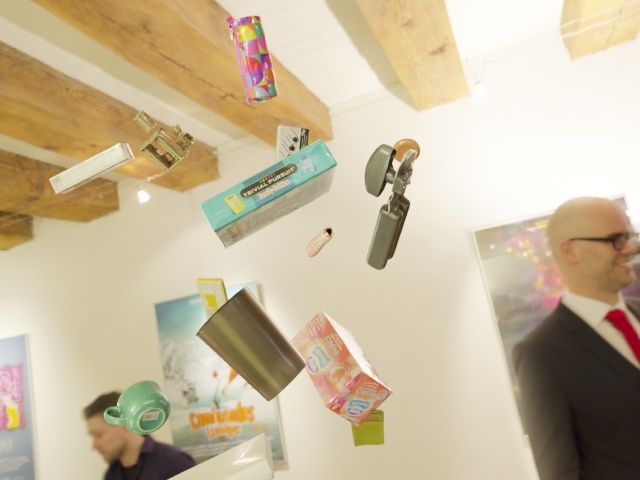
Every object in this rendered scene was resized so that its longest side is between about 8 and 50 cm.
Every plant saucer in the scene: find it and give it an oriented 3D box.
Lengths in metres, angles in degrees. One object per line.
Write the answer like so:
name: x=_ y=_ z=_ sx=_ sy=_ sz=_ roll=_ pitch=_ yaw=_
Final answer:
plant saucer: x=0.254 y=-0.263 z=1.596 sx=0.083 sy=0.013 sz=0.083 roll=3 pitch=-50 yaw=3

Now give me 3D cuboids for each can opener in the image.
can opener: x=0.124 y=-0.066 z=1.066 sx=0.076 sy=0.095 sz=0.283 roll=-47 pitch=-22 yaw=-41

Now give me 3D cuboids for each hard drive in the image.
hard drive: x=-0.267 y=0.519 z=1.111 sx=0.353 sy=0.047 sz=0.233 roll=-24 pitch=-4 yaw=-9

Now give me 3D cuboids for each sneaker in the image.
sneaker: x=0.000 y=0.000 z=1.927 sx=0.134 sy=0.051 sz=0.070 roll=-47 pitch=0 yaw=-20

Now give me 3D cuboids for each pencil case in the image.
pencil case: x=-0.190 y=-0.505 z=1.507 sx=0.104 sy=0.236 sz=0.104 roll=-15 pitch=12 yaw=3

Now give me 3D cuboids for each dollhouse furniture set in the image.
dollhouse furniture set: x=-0.509 y=-0.324 z=1.691 sx=0.101 sy=0.161 sz=0.182 roll=-35 pitch=-64 yaw=20

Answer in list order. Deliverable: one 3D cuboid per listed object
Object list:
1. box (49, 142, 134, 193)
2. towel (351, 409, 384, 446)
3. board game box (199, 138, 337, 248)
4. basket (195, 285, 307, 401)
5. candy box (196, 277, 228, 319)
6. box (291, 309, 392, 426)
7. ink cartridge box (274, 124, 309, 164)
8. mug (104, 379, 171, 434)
box: x=-0.842 y=-0.263 z=1.983 sx=0.324 sy=0.067 sz=0.063 roll=-24 pitch=4 yaw=12
towel: x=0.146 y=0.584 z=1.665 sx=0.102 sy=0.021 sz=0.237 roll=-2 pitch=-43 yaw=6
board game box: x=-0.129 y=-0.112 z=1.390 sx=0.336 sy=0.079 sz=0.254 roll=-29 pitch=-8 yaw=-8
basket: x=-0.153 y=0.245 z=1.247 sx=0.154 sy=0.227 sz=0.204 roll=-41 pitch=-3 yaw=-36
candy box: x=-0.416 y=0.233 z=2.124 sx=0.105 sy=0.027 sz=0.206 roll=-2 pitch=-55 yaw=6
box: x=0.052 y=0.358 z=1.546 sx=0.142 sy=0.300 sz=0.154 roll=-46 pitch=-55 yaw=4
ink cartridge box: x=-0.095 y=-0.254 z=1.702 sx=0.097 sy=0.207 sz=0.046 roll=5 pitch=4 yaw=-15
mug: x=-0.489 y=0.473 z=1.476 sx=0.157 sy=0.129 sz=0.097 roll=-39 pitch=39 yaw=-18
